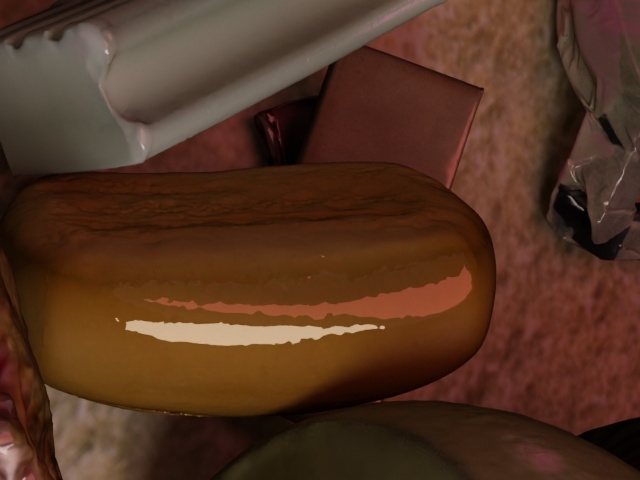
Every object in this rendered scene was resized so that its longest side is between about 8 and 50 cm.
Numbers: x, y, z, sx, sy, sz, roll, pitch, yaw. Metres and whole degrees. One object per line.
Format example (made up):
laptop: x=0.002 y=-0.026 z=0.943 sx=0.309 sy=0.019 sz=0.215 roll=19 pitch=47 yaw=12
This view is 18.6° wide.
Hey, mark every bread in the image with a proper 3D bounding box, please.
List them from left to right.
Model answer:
bread: x=-0.033 y=0.025 z=0.848 sx=0.217 sy=0.147 sz=0.098 roll=-3 pitch=106 yaw=-8

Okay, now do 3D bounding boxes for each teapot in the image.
teapot: x=0.239 y=-0.090 z=1.096 sx=0.178 sy=0.163 sz=0.221 roll=16 pitch=77 yaw=-46

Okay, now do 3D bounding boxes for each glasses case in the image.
glasses case: x=0.000 y=0.000 z=0.961 sx=0.102 sy=0.070 sz=0.193 roll=19 pitch=76 yaw=-6

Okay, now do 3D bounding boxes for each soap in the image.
soap: x=-0.050 y=-0.097 z=0.879 sx=0.198 sy=0.119 sz=0.066 roll=-31 pitch=107 yaw=-37

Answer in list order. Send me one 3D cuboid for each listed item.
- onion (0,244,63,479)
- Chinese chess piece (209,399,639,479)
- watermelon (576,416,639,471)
onion: x=-0.272 y=0.081 z=0.600 sx=0.385 sy=0.348 sz=0.347 roll=-19 pitch=102 yaw=0
Chinese chess piece: x=0.039 y=0.239 z=0.784 sx=0.146 sy=0.349 sz=0.349 roll=17 pitch=77 yaw=-35
watermelon: x=0.207 y=0.254 z=0.975 sx=0.279 sy=0.279 sz=0.359 roll=-47 pitch=122 yaw=-31
